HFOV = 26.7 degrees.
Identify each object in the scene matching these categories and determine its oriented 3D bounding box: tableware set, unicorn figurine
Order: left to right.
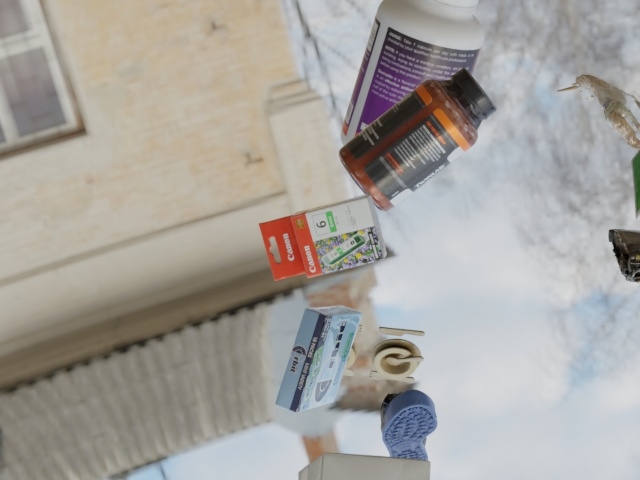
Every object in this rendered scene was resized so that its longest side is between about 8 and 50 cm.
[{"bbox_3d":[0.076,0.203,2.302,0.194,0.128,0.039,6,-139,-2],"label":"tableware set"},{"bbox_3d":[0.416,-0.188,1.911,0.060,0.111,0.162,-54,-164,11],"label":"unicorn figurine"}]

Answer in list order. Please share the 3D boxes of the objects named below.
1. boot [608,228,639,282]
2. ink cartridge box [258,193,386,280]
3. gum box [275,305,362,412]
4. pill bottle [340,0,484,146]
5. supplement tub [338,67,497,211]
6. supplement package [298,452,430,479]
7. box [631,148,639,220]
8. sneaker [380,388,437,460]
[{"bbox_3d":[0.504,0.038,1.754,0.228,0.091,0.263,-2,-163,-5],"label":"boot"},{"bbox_3d":[0.000,0.000,1.289,0.115,0.063,0.029,-14,-172,11],"label":"ink cartridge box"},{"bbox_3d":[-0.001,0.183,2.120,0.041,0.157,0.184,20,-175,17],"label":"gum box"},{"bbox_3d":[0.157,-0.278,2.210,0.181,0.323,0.181,14,-156,-7],"label":"pill bottle"},{"bbox_3d":[0.127,-0.133,1.723,0.198,0.106,0.106,-38,-161,9],"label":"supplement tub"},{"bbox_3d":[0.047,0.347,1.685,0.133,0.139,0.244,6,165,-6],"label":"supplement package"},{"bbox_3d":[0.444,-0.074,1.647,0.102,0.087,0.101,15,-129,-11],"label":"box"},{"bbox_3d":[0.118,0.247,1.918,0.081,0.232,0.090,-8,-118,-5],"label":"sneaker"}]
